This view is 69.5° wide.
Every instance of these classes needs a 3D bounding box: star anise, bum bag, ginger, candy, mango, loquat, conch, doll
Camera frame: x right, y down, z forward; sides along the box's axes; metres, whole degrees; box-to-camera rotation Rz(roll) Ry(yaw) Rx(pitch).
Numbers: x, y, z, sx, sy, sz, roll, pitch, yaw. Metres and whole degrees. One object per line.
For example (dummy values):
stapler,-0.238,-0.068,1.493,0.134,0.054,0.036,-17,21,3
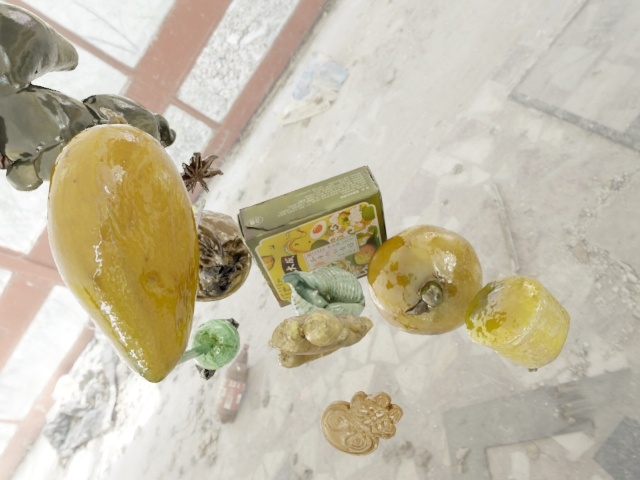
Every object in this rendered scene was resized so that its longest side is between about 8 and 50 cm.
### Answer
star anise,-0.293,-0.157,1.083,0.042,0.141,0.141,46,107,20
bum bag,-0.386,0.391,1.693,0.102,0.069,0.248,17,75,55
ginger,0.004,0.115,0.572,0.193,0.176,0.052,-39,68,47
candy,-0.253,0.231,0.946,0.440,0.119,0.119,86,-151,-84
mango,-0.214,0.006,0.528,0.119,0.176,0.316,-10,98,18
loquat,0.293,0.116,1.300,0.328,0.328,0.359,-55,-3,9
conch,0.003,0.136,1.019,0.172,0.200,0.131,-108,30,-48
doll,-0.474,-0.269,0.932,0.252,0.382,0.378,-6,100,15

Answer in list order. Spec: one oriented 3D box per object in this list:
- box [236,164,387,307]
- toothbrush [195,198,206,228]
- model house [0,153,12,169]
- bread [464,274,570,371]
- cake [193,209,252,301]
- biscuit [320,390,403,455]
box,0.000,0.000,1.433,0.420,0.373,0.138,-20,50,-2
toothbrush,-0.331,-0.063,1.257,0.194,0.014,0.017,-97,22,-58
model house,-0.688,-0.193,0.832,0.254,0.196,0.160,-120,31,-73
bread,0.431,0.174,1.017,0.197,0.170,0.197,-49,10,11
cake,-0.387,0.069,1.563,0.332,0.332,0.321,-59,17,4
biscuit,0.122,0.564,1.419,0.289,0.202,0.044,-37,4,30
